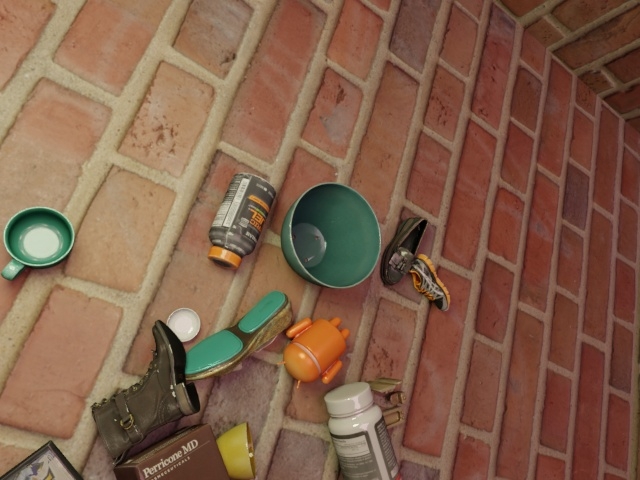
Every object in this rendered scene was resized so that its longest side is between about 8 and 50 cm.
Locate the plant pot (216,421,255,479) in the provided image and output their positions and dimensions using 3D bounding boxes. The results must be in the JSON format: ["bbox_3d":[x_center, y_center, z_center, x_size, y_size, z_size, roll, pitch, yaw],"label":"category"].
[{"bbox_3d":[-0.219,0.530,1.127,0.095,0.134,0.135,-10,85,-8],"label":"plant pot"}]

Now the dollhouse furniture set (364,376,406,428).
[{"bbox_3d":[0.213,0.502,1.376,0.143,0.123,0.152,-6,84,-31],"label":"dollhouse furniture set"}]

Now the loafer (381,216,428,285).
[{"bbox_3d":[0.286,0.027,1.532,0.096,0.084,0.268,36,65,-20],"label":"loafer"}]

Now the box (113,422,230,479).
[{"bbox_3d":[-0.283,0.631,1.004,0.191,0.143,0.382,-17,80,-48],"label":"box"}]

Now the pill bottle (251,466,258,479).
[{"bbox_3d":[-0.185,0.628,1.166,0.043,0.043,0.084,16,73,-27],"label":"pill bottle"}]

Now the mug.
[{"bbox_3d":[-0.627,0.003,0.994,0.157,0.097,0.130,-25,94,-31],"label":"mug"}]

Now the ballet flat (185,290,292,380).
[{"bbox_3d":[-0.207,0.271,1.191,0.348,0.123,0.123,-37,100,-28],"label":"ballet flat"}]

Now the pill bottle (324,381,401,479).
[{"bbox_3d":[0.115,0.561,1.286,0.161,0.161,0.284,-16,89,-32],"label":"pill bottle"}]

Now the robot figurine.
[{"bbox_3d":[-0.017,0.307,1.279,0.219,0.128,0.158,-38,128,-31],"label":"robot figurine"}]

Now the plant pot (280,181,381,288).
[{"bbox_3d":[0.000,0.000,1.305,0.289,0.195,0.291,7,77,-30],"label":"plant pot"}]

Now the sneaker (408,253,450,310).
[{"bbox_3d":[0.369,0.156,1.568,0.083,0.084,0.215,-32,94,-17],"label":"sneaker"}]

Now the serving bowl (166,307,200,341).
[{"bbox_3d":[-0.351,0.215,1.156,0.083,0.027,0.084,7,77,-30],"label":"serving bowl"}]

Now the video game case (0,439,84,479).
[{"bbox_3d":[-0.582,0.600,0.920,0.248,0.035,0.275,-36,99,-21],"label":"video game case"}]

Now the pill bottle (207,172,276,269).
[{"bbox_3d":[-0.219,-0.048,1.225,0.130,0.130,0.246,28,69,-23],"label":"pill bottle"}]

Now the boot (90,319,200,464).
[{"bbox_3d":[-0.415,0.336,1.033,0.228,0.091,0.263,-26,64,-3],"label":"boot"}]
